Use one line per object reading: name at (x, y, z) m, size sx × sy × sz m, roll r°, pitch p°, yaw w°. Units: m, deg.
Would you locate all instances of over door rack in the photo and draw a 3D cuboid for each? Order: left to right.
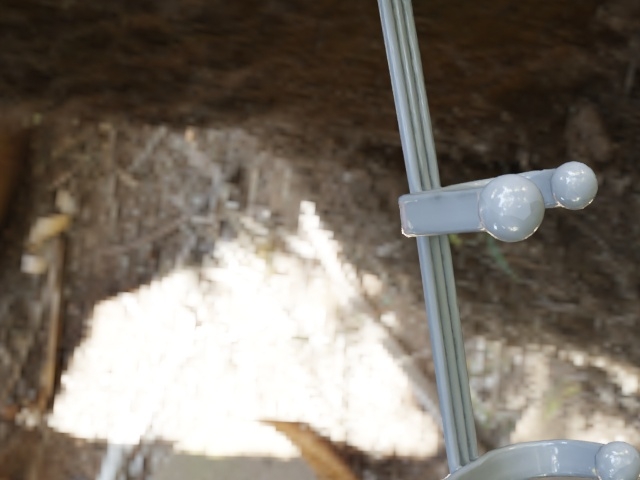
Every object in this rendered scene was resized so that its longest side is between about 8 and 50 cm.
over door rack at (0.000, 0.000, 0.549) m, size 0.108 × 0.324 × 0.240 m, roll -8°, pitch 92°, yaw 39°
